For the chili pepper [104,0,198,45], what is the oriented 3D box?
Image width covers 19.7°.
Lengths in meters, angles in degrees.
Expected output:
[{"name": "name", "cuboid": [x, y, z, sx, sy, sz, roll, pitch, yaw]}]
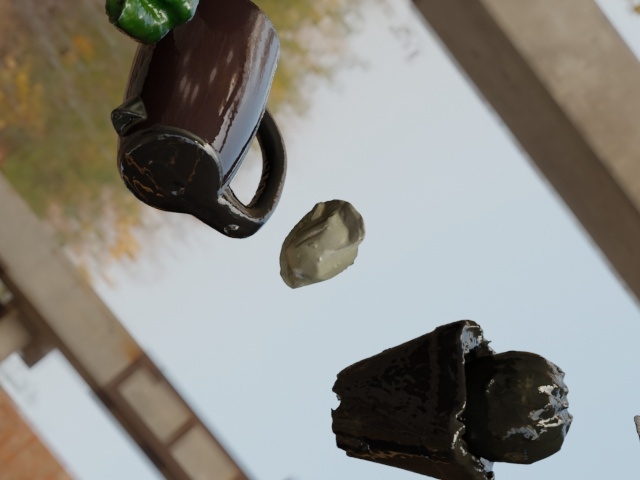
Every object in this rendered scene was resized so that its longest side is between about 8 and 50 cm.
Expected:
[{"name": "chili pepper", "cuboid": [-0.160, -0.227, 1.337, 0.099, 0.083, 0.253, -52, 149, 0]}]

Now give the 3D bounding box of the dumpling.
[{"name": "dumpling", "cuboid": [-0.002, 0.000, 1.421, 0.052, 0.057, 0.076, -22, 160, -28]}]

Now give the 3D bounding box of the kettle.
[{"name": "kettle", "cuboid": [-0.116, -0.115, 1.840, 0.144, 0.202, 0.232, -27, -149, 31]}]

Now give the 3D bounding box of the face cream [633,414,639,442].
[{"name": "face cream", "cuboid": [0.394, 0.249, 1.598, 0.089, 0.314, 0.143, -44, -139, 37]}]

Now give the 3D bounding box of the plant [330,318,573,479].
[{"name": "plant", "cuboid": [0.141, 0.178, 1.979, 0.256, 0.142, 0.164, -5, -120, 17]}]
